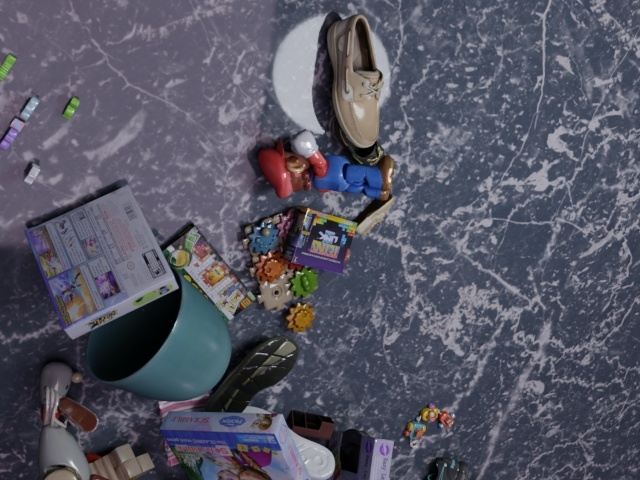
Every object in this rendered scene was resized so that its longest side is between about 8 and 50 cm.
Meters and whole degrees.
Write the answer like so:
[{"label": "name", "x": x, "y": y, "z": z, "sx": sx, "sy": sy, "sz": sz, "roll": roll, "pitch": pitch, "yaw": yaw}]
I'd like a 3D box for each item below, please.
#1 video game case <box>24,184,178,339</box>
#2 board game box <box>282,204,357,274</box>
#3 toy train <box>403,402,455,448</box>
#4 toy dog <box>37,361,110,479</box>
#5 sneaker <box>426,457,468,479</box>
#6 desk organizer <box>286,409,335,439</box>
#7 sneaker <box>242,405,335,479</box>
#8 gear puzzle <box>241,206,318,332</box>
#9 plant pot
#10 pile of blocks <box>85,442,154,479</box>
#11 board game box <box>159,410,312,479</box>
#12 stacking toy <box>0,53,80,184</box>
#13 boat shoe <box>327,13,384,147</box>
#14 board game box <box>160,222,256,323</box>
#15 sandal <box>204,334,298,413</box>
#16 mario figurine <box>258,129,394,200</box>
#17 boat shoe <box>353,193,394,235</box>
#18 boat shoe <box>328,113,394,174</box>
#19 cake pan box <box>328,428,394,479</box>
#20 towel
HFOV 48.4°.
[{"label": "video game case", "x": -0.472, "y": 0.041, "z": 1.532, "sx": 0.244, "sy": 0.270, "sz": 0.061, "roll": -26, "pitch": 153, "yaw": -13}, {"label": "board game box", "x": 0.000, "y": 0.000, "z": 1.788, "sx": 0.170, "sy": 0.048, "sz": 0.141, "roll": 15, "pitch": 91, "yaw": -38}, {"label": "toy train", "x": 0.335, "y": 0.566, "z": 2.157, "sx": 0.166, "sy": 0.046, "sz": 0.125, "roll": -36, "pitch": 117, "yaw": -7}, {"label": "toy dog", "x": -0.567, "y": 0.459, "z": 1.647, "sx": 0.160, "sy": 0.220, "sz": 0.334, "roll": 3, "pitch": 99, "yaw": -26}, {"label": "sneaker", "x": 0.373, "y": 0.791, "z": 2.241, "sx": 0.106, "sy": 0.101, "sz": 0.268, "roll": 19, "pitch": 108, "yaw": 2}, {"label": "desk organizer", "x": -0.027, "y": 0.516, "z": 1.991, "sx": 0.130, "sy": 0.047, "sz": 0.050, "roll": 18, "pitch": 99, "yaw": -27}, {"label": "sneaker", "x": -0.118, "y": 0.594, "z": 1.938, "sx": 0.322, "sy": 0.130, "sz": 0.236, "roll": 25, "pitch": 143, "yaw": 7}, {"label": "gear puzzle", "x": -0.084, "y": 0.096, "z": 1.809, "sx": 0.175, "sy": 0.044, "sz": 0.339, "roll": -22, "pitch": 115, "yaw": -22}, {"label": "plant pot", "x": -0.347, "y": 0.236, "z": 1.637, "sx": 0.293, "sy": 0.293, "sz": 0.235, "roll": -48, "pitch": 130, "yaw": -1}, {"label": "pile of blocks", "x": -0.604, "y": 0.610, "z": 1.772, "sx": 0.362, "sy": 0.149, "sz": 0.113, "roll": -25, "pitch": 73, "yaw": -23}, {"label": "board game box", "x": -0.200, "y": 0.558, "z": 1.786, "sx": 0.318, "sy": 0.066, "sz": 0.318, "roll": -4, "pitch": 126, "yaw": 22}, {"label": "stacking toy", "x": -0.626, "y": -0.245, "z": 1.475, "sx": 0.167, "sy": 0.052, "sz": 0.221, "roll": 32, "pitch": 94, "yaw": -28}, {"label": "boat shoe", "x": 0.093, "y": -0.368, "z": 1.658, "sx": 0.109, "sy": 0.098, "sz": 0.303, "roll": -15, "pitch": 99, "yaw": -36}, {"label": "board game box", "x": -0.285, "y": 0.095, "z": 1.748, "sx": 0.136, "sy": 0.030, "sz": 0.260, "roll": -39, "pitch": 118, "yaw": -3}, {"label": "sandal", "x": -0.190, "y": 0.348, "z": 1.846, "sx": 0.302, "sy": 0.086, "sz": 0.120, "roll": -41, "pitch": 120, "yaw": 4}, {"label": "mario figurine", "x": 0.012, "y": -0.190, "z": 1.690, "sx": 0.320, "sy": 0.170, "sz": 0.198, "roll": 7, "pitch": 127, "yaw": -1}, {"label": "boat shoe", "x": 0.142, "y": -0.066, "z": 1.857, "sx": 0.135, "sy": 0.050, "sz": 0.045, "roll": -39, "pitch": 122, "yaw": 6}, {"label": "boat shoe", "x": 0.110, "y": -0.225, "z": 1.773, "sx": 0.227, "sy": 0.068, "sz": 0.081, "roll": 41, "pitch": 89, "yaw": -28}, {"label": "cake pan box", "x": 0.095, "y": 0.652, "z": 1.933, "sx": 0.070, "sy": 0.245, "sz": 0.267, "roll": 16, "pitch": 75, "yaw": -27}, {"label": "towel", "x": -0.340, "y": 0.489, "z": 1.864, "sx": 0.144, "sy": 0.029, "sz": 0.197, "roll": -11, "pitch": 112, "yaw": -19}]
